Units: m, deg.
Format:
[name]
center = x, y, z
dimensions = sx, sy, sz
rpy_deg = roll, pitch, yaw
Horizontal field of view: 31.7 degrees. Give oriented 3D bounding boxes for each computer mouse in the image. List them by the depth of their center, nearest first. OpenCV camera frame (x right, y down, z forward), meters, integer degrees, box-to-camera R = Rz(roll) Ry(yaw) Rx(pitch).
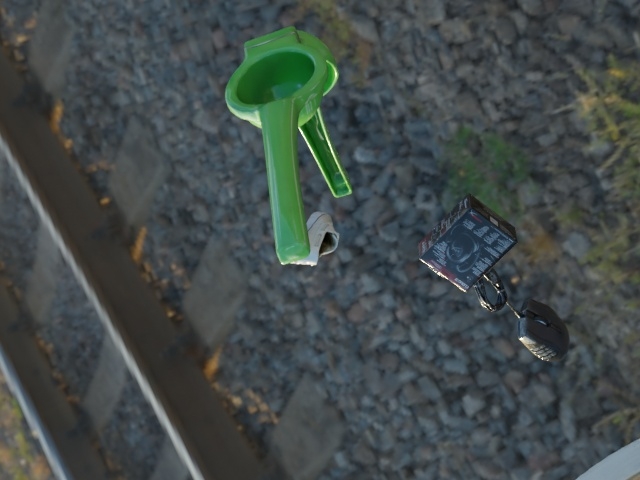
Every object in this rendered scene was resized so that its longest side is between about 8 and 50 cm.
[computer mouse]
center = 0.263, 0.087, 1.451
dimensions = 0.041, 0.071, 0.242
rpy_deg = -7, 147, 39

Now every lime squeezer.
[lime squeezer]
center = -0.019, -0.063, 0.622
dimensions = 0.310, 0.058, 0.110
rpy_deg = -62, -29, -81

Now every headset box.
[headset box]
center = 0.140, 0.005, 1.092
dimensions = 0.062, 0.032, 0.083
rpy_deg = 34, 118, -16

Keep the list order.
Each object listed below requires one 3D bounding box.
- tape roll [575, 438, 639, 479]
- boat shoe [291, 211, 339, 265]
[tape roll]
center = 0.345, 0.274, 1.049
dimensions = 0.100, 0.286, 0.286
rpy_deg = 61, 153, -6
[boat shoe]
center = 0.000, 0.000, 1.029
dimensions = 0.035, 0.100, 0.035
rpy_deg = 14, 108, 12
